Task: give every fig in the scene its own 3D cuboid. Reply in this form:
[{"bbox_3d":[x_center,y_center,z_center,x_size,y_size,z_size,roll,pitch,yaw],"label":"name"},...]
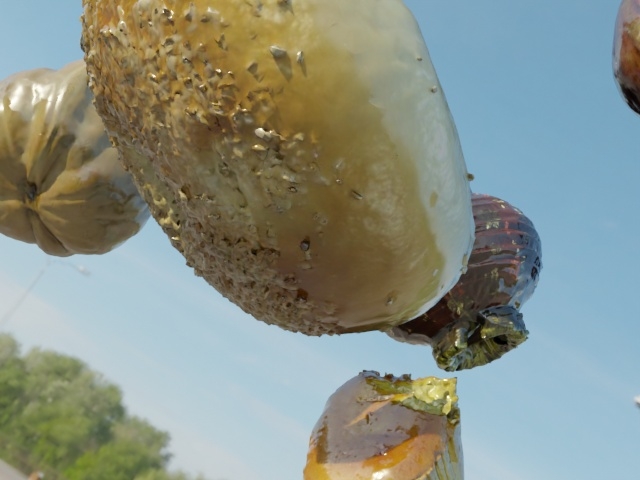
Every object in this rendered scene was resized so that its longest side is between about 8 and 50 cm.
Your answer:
[{"bbox_3d":[0.330,-0.179,0.926,0.202,0.149,0.148,25,-24,23],"label":"fig"}]

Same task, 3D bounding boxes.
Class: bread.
[{"bbox_3d":[-0.039,-0.071,0.602,0.305,0.159,0.305,53,-14,19],"label":"bread"},{"bbox_3d":[0.077,0.246,1.148,0.179,0.250,0.133,-8,-67,22],"label":"bread"}]

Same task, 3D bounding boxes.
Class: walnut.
[{"bbox_3d":[-0.362,-0.120,1.430,0.296,0.285,0.285,12,-21,4],"label":"walnut"}]

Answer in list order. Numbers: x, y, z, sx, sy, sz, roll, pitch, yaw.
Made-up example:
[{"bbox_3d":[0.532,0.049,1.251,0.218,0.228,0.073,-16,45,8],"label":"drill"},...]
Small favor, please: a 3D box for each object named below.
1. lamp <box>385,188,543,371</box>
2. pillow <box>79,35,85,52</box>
[{"bbox_3d":[0.163,0.045,1.255,0.247,0.247,0.247,29,-19,11],"label":"lamp"},{"bbox_3d":[-0.135,-0.164,1.059,0.270,0.067,0.173,36,23,-27],"label":"pillow"}]
